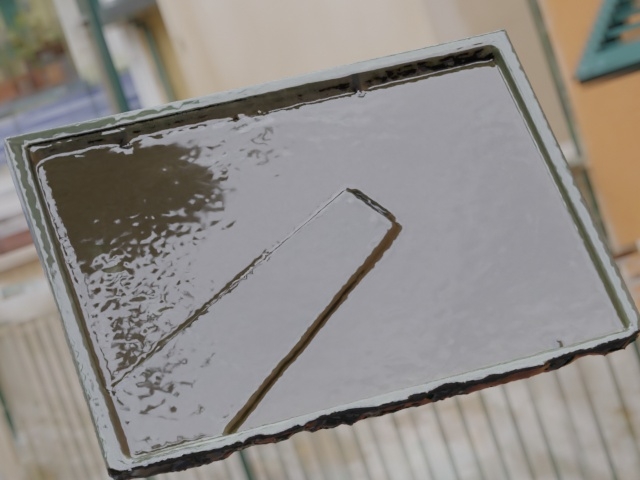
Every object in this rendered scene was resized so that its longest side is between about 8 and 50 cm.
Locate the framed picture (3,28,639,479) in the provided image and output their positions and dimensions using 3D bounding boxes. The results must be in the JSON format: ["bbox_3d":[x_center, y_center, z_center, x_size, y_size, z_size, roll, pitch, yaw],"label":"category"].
[{"bbox_3d":[0.000,0.000,0.945,0.265,0.192,0.018,-13,-31,-13],"label":"framed picture"}]
